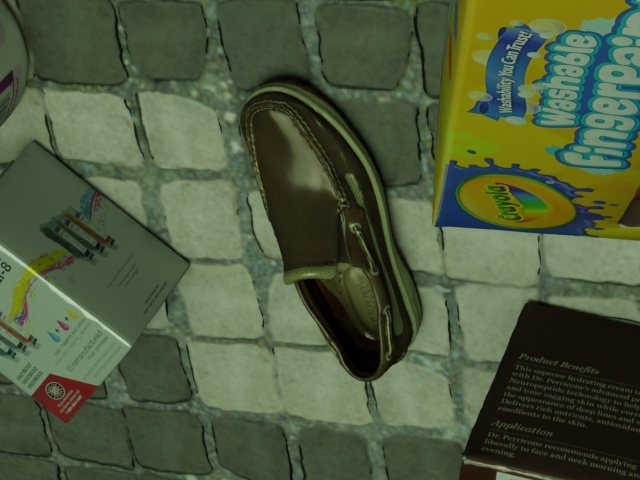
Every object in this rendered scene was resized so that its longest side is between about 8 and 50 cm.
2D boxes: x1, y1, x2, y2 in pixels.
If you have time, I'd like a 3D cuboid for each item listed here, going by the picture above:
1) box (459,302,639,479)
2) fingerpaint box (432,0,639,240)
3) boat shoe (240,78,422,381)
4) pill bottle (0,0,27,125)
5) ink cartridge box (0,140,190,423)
[{"bbox_3d":[0.208,0.184,1.453,0.168,0.203,0.167,12,127,16],"label":"box"},{"bbox_3d":[0.257,-0.125,1.040,0.371,0.163,0.445,5,163,1],"label":"fingerpaint box"},{"bbox_3d":[0.007,-0.002,1.478,0.095,0.095,0.257,-15,116,31],"label":"boat shoe"},{"bbox_3d":[-0.363,-0.086,1.444,0.169,0.301,0.169,11,127,16],"label":"pill bottle"},{"bbox_3d":[-0.230,0.034,1.585,0.176,0.127,0.128,38,130,-5],"label":"ink cartridge box"}]
